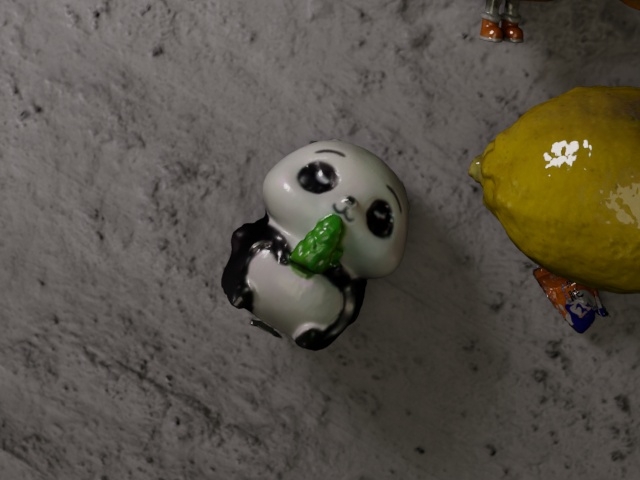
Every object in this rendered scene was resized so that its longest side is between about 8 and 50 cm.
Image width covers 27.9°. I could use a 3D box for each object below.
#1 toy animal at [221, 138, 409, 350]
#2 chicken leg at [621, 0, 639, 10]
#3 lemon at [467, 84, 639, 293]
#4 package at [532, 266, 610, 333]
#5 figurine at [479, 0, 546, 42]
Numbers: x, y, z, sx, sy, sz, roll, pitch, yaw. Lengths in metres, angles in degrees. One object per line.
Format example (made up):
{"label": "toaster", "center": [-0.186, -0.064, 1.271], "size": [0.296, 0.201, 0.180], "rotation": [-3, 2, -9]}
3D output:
{"label": "toy animal", "center": [-0.001, 0.001, 1.704], "size": [0.212, 0.212, 0.267], "rotation": [31, 107, -1]}
{"label": "chicken leg", "center": [0.425, -0.481, 1.473], "size": [0.295, 0.182, 0.409], "rotation": [44, 117, 7]}
{"label": "lemon", "center": [0.372, -0.062, 1.616], "size": [0.316, 0.285, 0.285], "rotation": [-20, 102, 33]}
{"label": "package", "center": [0.350, 0.069, 1.768], "size": [0.077, 0.033, 0.111], "rotation": [-35, 83, 38]}
{"label": "figurine", "center": [0.239, -0.385, 1.615], "size": [0.143, 0.143, 0.271], "rotation": [-2, 94, 9]}
